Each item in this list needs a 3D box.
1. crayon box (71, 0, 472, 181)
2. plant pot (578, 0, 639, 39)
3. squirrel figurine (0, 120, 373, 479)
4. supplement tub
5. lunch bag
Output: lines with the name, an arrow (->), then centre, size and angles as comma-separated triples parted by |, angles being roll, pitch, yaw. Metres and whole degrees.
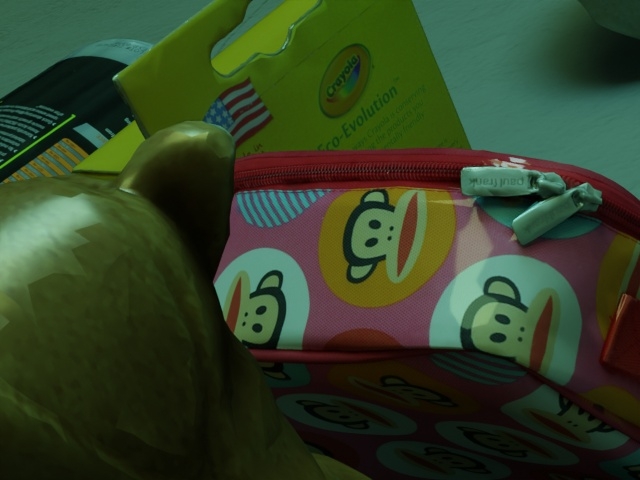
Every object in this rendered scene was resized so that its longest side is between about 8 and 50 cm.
crayon box -> 0.000, 0.000, 1.000 | 0.081, 0.318, 0.202 | 4, 36, 45
plant pot -> 0.284, -0.322, 1.362 | 0.305, 0.334, 0.334 | -55, 1, 40
squirrel figurine -> -0.007, 0.147, 0.650 | 0.281, 0.370, 0.397 | -38, 29, -28
supplement tub -> -0.199, 0.004, 1.279 | 0.194, 0.193, 0.316 | -3, 26, 38
lunch bag -> 0.102, 0.057, 0.844 | 0.258, 0.293, 0.120 | 0, 68, 43
